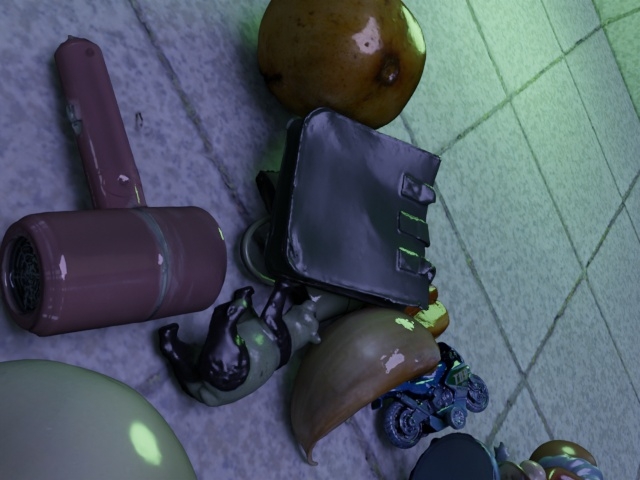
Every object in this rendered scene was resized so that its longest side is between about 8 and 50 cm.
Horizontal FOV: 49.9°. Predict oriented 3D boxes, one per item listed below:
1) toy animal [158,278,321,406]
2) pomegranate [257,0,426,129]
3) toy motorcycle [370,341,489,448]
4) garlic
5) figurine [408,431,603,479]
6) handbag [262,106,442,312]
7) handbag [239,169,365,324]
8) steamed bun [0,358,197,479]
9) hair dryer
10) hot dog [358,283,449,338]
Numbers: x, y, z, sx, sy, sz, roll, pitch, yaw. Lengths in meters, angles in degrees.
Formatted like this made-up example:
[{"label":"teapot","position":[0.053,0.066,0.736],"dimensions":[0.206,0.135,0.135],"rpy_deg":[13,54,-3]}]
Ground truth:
[{"label":"toy animal","position":[-0.086,0.123,0.869],"dimensions":[0.225,0.093,0.121],"rpy_deg":[-25,97,-50]},{"label":"pomegranate","position":[0.033,-0.286,1.039],"dimensions":[0.260,0.260,0.261],"rpy_deg":[19,63,-43]},{"label":"toy motorcycle","position":[0.182,0.246,1.128],"dimensions":[0.254,0.092,0.136],"rpy_deg":[-12,77,-40]},{"label":"garlic","position":[0.055,0.188,0.944],"dimensions":[0.244,0.145,0.164],"rpy_deg":[-35,125,-14]},{"label":"figurine","position":[0.316,0.445,1.093],"dimensions":[0.387,0.248,0.277],"rpy_deg":[24,87,-26]},{"label":"handbag","position":[0.058,-0.040,0.982],"dimensions":[0.260,0.079,0.248],"rpy_deg":[18,72,-28]},{"label":"handbag","position":[0.000,0.000,1.042],"dimensions":[0.315,0.109,0.241],"rpy_deg":[-16,87,-36]},{"label":"steamed bun","position":[-0.244,0.227,0.482],"dimensions":[0.324,0.324,0.206],"rpy_deg":[-63,143,-39]},{"label":"hair dryer","position":[-0.255,-0.076,0.759],"dimensions":[0.210,0.125,0.353],"rpy_deg":[-5,71,-47]},{"label":"hot dog","position":[0.115,0.137,1.102],"dimensions":[0.268,0.072,0.115],"rpy_deg":[-17,90,-47]}]
